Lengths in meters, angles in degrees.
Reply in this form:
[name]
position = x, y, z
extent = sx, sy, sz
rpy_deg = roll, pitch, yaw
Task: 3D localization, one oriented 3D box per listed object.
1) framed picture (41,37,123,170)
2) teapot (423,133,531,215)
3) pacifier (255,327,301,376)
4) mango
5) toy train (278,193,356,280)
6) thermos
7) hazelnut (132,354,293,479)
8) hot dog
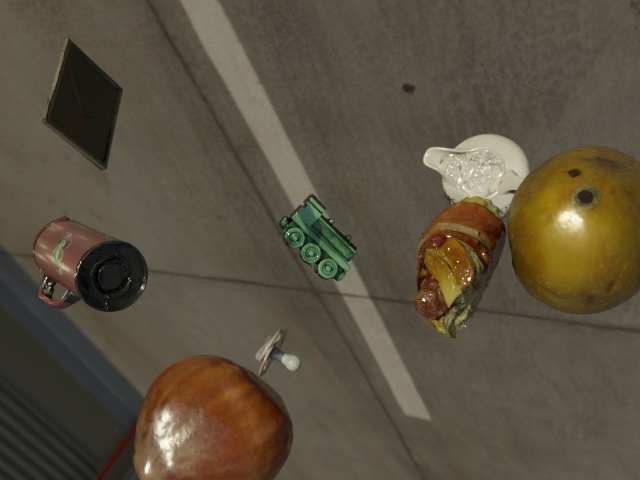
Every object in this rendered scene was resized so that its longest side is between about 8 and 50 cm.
[framed picture]
position = -0.313, -0.181, 0.900
extent = 0.011, 0.149, 0.109
rpy_deg = -15, 144, 21
[teapot]
position = 0.405, -0.150, 1.599
extent = 0.300, 0.208, 0.166
rpy_deg = 20, 171, 42
[pacifier]
position = -0.067, 0.198, 1.169
extent = 0.078, 0.099, 0.081
rpy_deg = 28, 132, 10
[mango]
position = 0.326, -0.018, 0.797
extent = 0.176, 0.330, 0.175
rpy_deg = -44, 71, 36
[toy train]
position = 0.000, 0.000, 1.330
extent = 0.170, 0.111, 0.071
rpy_deg = 44, -177, -10
[thermos]
position = -0.405, 0.041, 1.130
extent = 0.330, 0.110, 0.136
rpy_deg = 15, 108, 52
[hazelnut]
position = -0.117, 0.219, 0.752
extent = 0.182, 0.182, 0.182
rpy_deg = 23, 146, 16
[hot dog]
position = 0.167, 0.029, 0.857
extent = 0.103, 0.213, 0.146
rpy_deg = 20, 122, 17
